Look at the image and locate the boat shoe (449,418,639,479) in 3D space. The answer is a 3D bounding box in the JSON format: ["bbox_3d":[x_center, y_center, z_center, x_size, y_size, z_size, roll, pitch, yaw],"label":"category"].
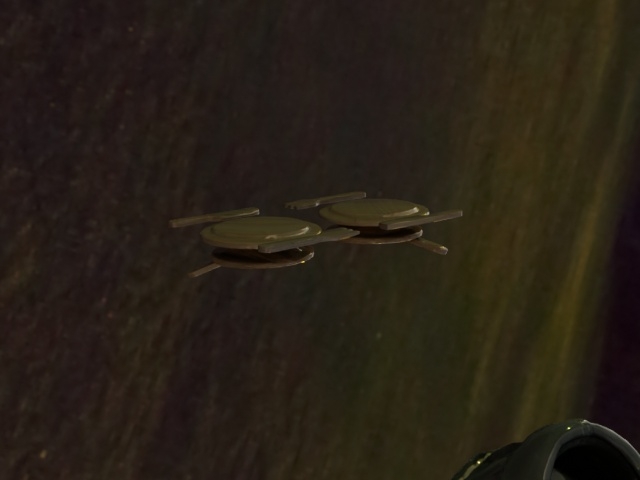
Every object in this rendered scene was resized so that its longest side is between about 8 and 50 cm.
[{"bbox_3d":[0.109,0.210,0.375,0.099,0.116,0.319,120,-34,-48],"label":"boat shoe"}]

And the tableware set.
[{"bbox_3d":[0.000,0.000,0.842,0.194,0.128,0.039,-10,105,-37],"label":"tableware set"}]
